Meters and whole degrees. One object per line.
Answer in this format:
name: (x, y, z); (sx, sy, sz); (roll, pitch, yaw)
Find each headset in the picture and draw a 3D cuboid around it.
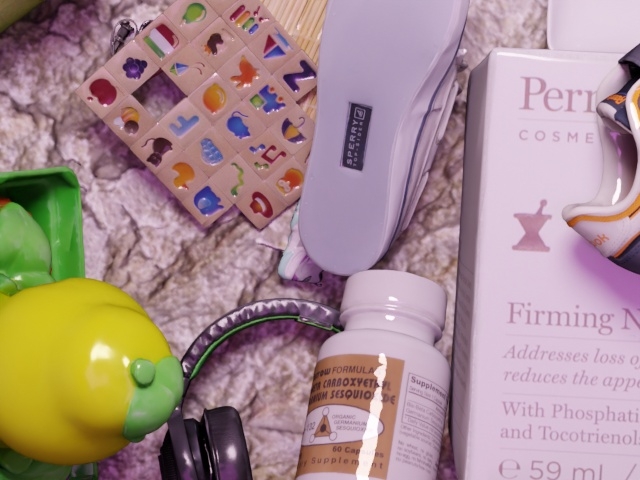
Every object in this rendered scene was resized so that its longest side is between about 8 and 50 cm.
headset: (-0.058, 0.256, 1.504); (0.243, 0.185, 0.394); (17, 80, -2)

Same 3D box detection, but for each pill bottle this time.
pill bottle: (0.055, 0.151, 1.391); (0.131, 0.131, 0.229); (10, 67, 2)

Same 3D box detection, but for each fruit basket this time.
fruit basket: (-0.268, 0.113, 1.405); (0.392, 0.283, 0.392); (2, 95, 18)

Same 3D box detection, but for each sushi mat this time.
sushi mat: (-0.001, -0.273, 1.475); (0.151, 0.019, 0.316); (23, 98, -16)

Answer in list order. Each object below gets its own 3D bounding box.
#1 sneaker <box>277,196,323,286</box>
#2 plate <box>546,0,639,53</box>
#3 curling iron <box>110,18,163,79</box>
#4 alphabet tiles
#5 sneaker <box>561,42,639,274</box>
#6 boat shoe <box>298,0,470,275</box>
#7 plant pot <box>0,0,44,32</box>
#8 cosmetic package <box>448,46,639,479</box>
sneaker: (0.000, 0.000, 1.510); (0.069, 0.038, 0.098); (16, 104, 0)
plate: (0.359, -0.293, 1.429); (0.277, 0.045, 0.278); (3, 74, 1)
curling iron: (-0.098, -0.242, 1.495); (0.274, 0.035, 0.068); (-27, 92, 5)
alphabet tiles: (-0.094, -0.130, 1.478); (0.198, 0.009, 0.237); (-40, 111, 7)
sneaker: (0.292, -0.126, 1.113); (0.127, 0.126, 0.321); (23, 95, -4)
boat shoe: (0.083, -0.149, 1.438); (0.136, 0.156, 0.367); (18, 110, 20)
plant pot: (-0.386, -0.278, 1.414); (0.254, 0.276, 0.276); (-39, 91, 17)
cosmetic package: (0.294, 0.033, 1.350); (0.329, 0.327, 0.394); (3, 93, 3)
